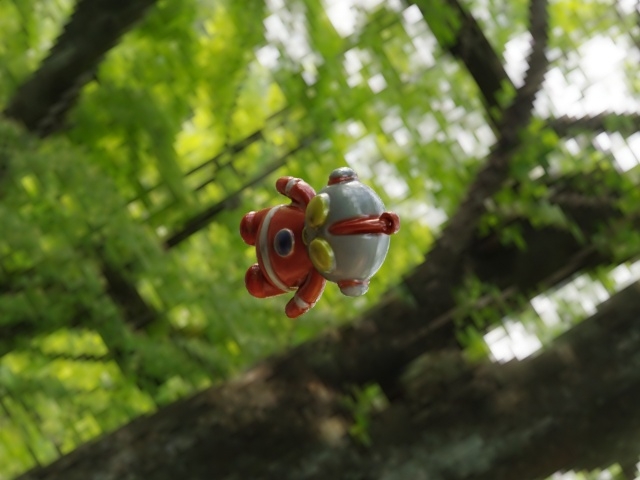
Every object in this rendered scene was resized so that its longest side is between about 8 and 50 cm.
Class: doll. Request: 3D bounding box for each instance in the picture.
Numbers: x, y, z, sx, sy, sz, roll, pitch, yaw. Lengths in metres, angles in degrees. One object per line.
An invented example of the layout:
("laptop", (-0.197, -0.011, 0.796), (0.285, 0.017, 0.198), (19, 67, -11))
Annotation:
("doll", (0.000, 0.000, 1.842), (0.245, 0.076, 0.142), (-13, -98, 58))
